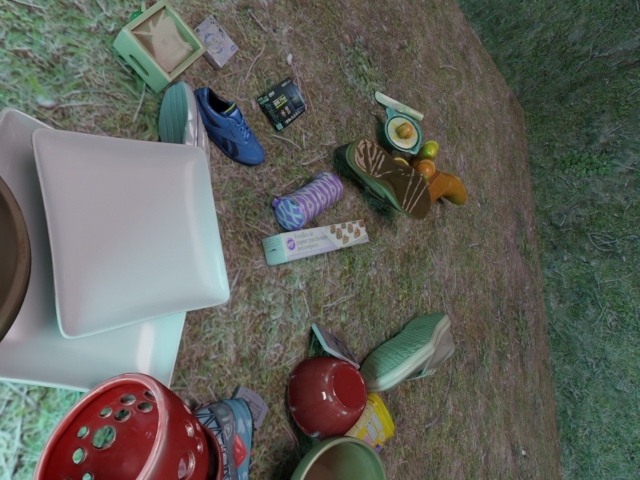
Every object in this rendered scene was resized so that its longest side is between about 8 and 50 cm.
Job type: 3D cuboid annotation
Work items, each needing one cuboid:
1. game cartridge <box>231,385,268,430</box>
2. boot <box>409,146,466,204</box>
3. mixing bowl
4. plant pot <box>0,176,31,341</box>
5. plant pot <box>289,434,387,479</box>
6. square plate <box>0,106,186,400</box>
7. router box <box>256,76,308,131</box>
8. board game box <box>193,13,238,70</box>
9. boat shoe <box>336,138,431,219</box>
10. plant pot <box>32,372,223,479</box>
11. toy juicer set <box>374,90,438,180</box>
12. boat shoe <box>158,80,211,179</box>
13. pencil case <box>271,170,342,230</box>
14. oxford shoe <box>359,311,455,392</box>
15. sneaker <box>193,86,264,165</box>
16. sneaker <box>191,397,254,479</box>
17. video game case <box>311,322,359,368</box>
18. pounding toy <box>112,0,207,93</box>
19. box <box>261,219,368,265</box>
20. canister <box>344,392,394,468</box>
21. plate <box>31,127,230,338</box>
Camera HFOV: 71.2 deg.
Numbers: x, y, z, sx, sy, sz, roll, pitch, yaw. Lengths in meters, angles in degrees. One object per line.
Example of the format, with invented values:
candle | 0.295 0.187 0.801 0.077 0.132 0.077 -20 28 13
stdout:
game cartridge | -0.136 0.316 0.849 0.083 0.017 0.056 50 49 -27
boot | 0.406 -0.171 1.595 0.295 0.104 0.211 45 53 -24
mixing bowl | 0.032 0.320 0.943 0.181 0.098 0.181 23 49 -28
plant pot | -0.421 -0.005 0.357 0.323 0.280 0.323 10 71 -30
plant pot | 0.013 0.501 0.873 0.237 0.109 0.238 8 76 -37
square plate | -0.344 0.040 0.657 0.347 0.049 0.344 31 57 -43
router box | -0.091 -0.336 1.099 0.092 0.038 0.122 56 43 -20
board game box | -0.233 -0.433 0.978 0.090 0.020 0.090 48 46 -28
boat shoe | 0.185 -0.174 1.303 0.342 0.123 0.123 30 81 -29
plant pot | -0.238 0.298 0.593 0.174 0.191 0.191 62 37 -44
toy juicer set | 0.299 -0.347 1.466 0.209 0.089 0.329 1 74 -20
boat shoe | -0.249 -0.179 0.843 0.075 0.083 0.226 0 89 -60
pencil case | -0.028 -0.097 1.066 0.088 0.086 0.206 39 39 11
oxford shoe | 0.255 0.314 1.200 0.449 0.169 0.130 -16 92 -56
sneaker | -0.181 -0.232 0.927 0.209 0.082 0.069 40 48 -37
sneaker | -0.182 0.397 0.727 0.125 0.104 0.262 9 66 -30
video game case | 0.035 0.245 1.034 0.122 0.011 0.087 39 8 -35
pounding toy | -0.306 -0.372 0.830 0.141 0.100 0.130 48 60 -25
box | 0.000 0.000 1.076 0.324 0.067 0.063 -12 87 -51
canister | 0.090 0.453 1.026 0.170 0.073 0.126 -38 106 -47
plate | -0.276 -0.016 0.682 0.278 0.045 0.277 -7 85 -52
